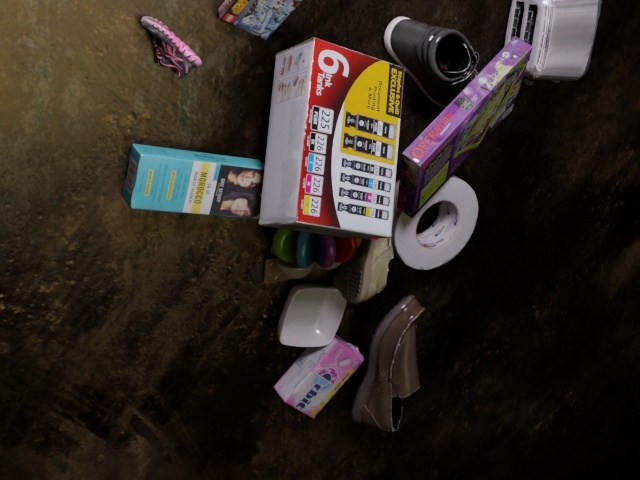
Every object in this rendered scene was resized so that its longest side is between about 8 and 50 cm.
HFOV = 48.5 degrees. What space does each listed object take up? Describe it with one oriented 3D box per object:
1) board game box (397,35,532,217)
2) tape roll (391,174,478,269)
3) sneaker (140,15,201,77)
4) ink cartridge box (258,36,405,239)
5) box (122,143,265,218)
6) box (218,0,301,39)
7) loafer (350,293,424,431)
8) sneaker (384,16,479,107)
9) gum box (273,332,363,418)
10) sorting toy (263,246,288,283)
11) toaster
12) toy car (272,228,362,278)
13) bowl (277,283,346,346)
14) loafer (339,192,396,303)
[{"bbox_3d":[0.278,-0.217,1.387,0.347,0.056,0.208,-46,164,-18],"label":"board game box"},{"bbox_3d":[0.235,-0.048,1.547,0.219,0.072,0.219,-14,121,-25],"label":"tape roll"},{"bbox_3d":[-0.248,-0.306,1.138,0.057,0.047,0.119,-43,128,10],"label":"sneaker"},{"bbox_3d":[0.050,-0.164,1.264,0.272,0.130,0.309,8,85,-34],"label":"ink cartridge box"},{"bbox_3d":[-0.215,-0.101,1.254,0.244,0.060,0.100,3,113,-32],"label":"box"},{"bbox_3d":[-0.090,-0.389,1.144,0.094,0.027,0.137,14,148,-36],"label":"box"},{"bbox_3d":[0.182,0.290,1.638,0.134,0.130,0.365,-33,143,-53],"label":"loafer"},{"bbox_3d":[0.259,-0.318,1.367,0.296,0.147,0.104,28,97,-39],"label":"sneaker"},{"bbox_3d":[0.000,0.295,1.595,0.188,0.062,0.107,-49,129,1],"label":"gum box"},{"bbox_3d":[-0.085,0.046,1.443,0.062,0.012,0.083,-9,119,-30],"label":"sorting toy"},{"bbox_3d":[0.470,-0.430,1.445,0.147,0.129,0.226,-11,121,-24],"label":"toaster"},{"bbox_3d":[0.000,0.000,1.381,0.182,0.136,0.159,-14,119,-32],"label":"toy car"},{"bbox_3d":[-0.023,0.153,1.512,0.142,0.053,0.142,8,111,-33],"label":"bowl"},{"bbox_3d":[0.105,-0.002,1.474,0.092,0.102,0.268,-1,108,-44],"label":"loafer"}]
